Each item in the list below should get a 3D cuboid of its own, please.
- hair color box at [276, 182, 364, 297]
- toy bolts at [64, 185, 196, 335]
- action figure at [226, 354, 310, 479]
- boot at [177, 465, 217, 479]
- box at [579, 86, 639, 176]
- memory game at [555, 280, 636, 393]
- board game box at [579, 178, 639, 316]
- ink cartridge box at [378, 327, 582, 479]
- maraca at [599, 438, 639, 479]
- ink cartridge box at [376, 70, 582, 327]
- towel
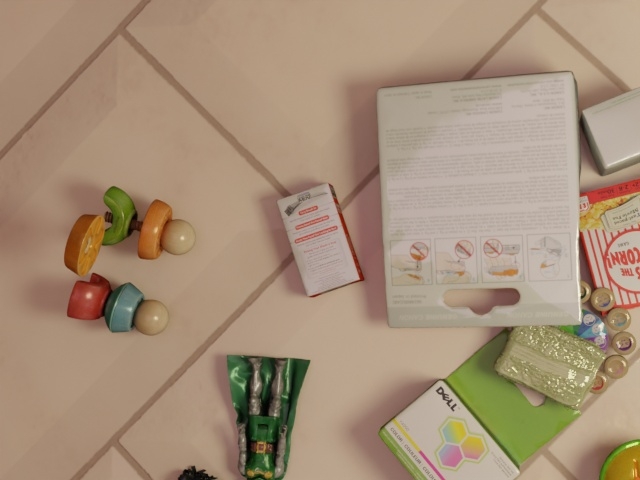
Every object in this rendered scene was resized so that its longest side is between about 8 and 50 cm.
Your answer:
[{"bbox_3d":[0.000,0.000,1.794,0.093,0.053,0.167,-19,84,9],"label":"hair color box"},{"bbox_3d":[-0.309,0.054,1.784,0.159,0.218,0.228,18,107,5],"label":"toy bolts"},{"bbox_3d":[-0.092,0.305,1.785,0.137,0.063,0.232,3,89,7],"label":"action figure"},{"bbox_3d":[-0.193,0.435,1.798,0.099,0.045,0.121,14,81,9],"label":"boot"},{"bbox_3d":[0.465,-0.166,1.705,0.101,0.087,0.102,-22,82,8],"label":"box"},{"bbox_3d":[0.389,0.152,1.695,0.186,0.012,0.186,1,94,13],"label":"memory game"},{"bbox_3d":[0.482,0.007,1.709,0.147,0.045,0.193,-16,83,10],"label":"board game box"},{"bbox_3d":[0.247,0.283,1.704,0.255,0.097,0.189,-42,79,5],"label":"ink cartridge box"},{"bbox_3d":[0.501,0.370,1.654,0.186,0.099,0.127,34,101,-14],"label":"maraca"},{"bbox_3d":[0.251,-0.060,1.727,0.308,0.091,0.384,-3,91,17],"label":"ink cartridge box"},{"bbox_3d":[0.348,0.184,1.683,0.148,0.027,0.110,24,94,11],"label":"towel"}]
